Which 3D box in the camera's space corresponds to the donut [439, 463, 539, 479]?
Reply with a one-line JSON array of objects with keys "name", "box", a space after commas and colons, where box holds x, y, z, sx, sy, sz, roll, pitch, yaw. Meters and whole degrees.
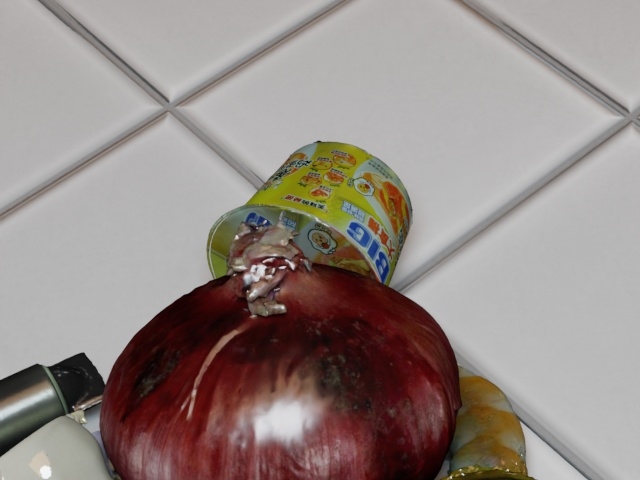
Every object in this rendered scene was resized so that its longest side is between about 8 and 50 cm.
[{"name": "donut", "box": [0.133, 0.339, 1.425, 0.272, 0.107, 0.272, 2, 77, -7]}]

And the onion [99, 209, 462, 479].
[{"name": "onion", "box": [-0.040, 0.116, 1.488, 0.348, 0.285, 0.347, -6, 23, 3]}]

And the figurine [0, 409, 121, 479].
[{"name": "figurine", "box": [-0.213, 0.289, 1.515, 0.235, 0.127, 0.155, 53, 23, 4]}]

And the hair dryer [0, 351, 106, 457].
[{"name": "hair dryer", "box": [-0.361, 0.129, 1.691, 0.196, 0.078, 0.248, -25, 48, -19]}]

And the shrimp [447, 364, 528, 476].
[{"name": "shrimp", "box": [0.100, 0.198, 1.604, 0.287, 0.068, 0.185, 25, 57, 22]}]

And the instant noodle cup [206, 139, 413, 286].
[{"name": "instant noodle cup", "box": [0.000, 0.000, 1.704, 0.205, 0.205, 0.153, 17, 43, 16]}]
